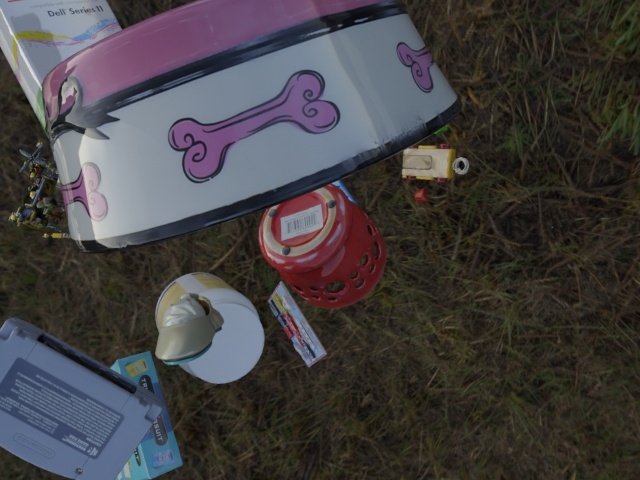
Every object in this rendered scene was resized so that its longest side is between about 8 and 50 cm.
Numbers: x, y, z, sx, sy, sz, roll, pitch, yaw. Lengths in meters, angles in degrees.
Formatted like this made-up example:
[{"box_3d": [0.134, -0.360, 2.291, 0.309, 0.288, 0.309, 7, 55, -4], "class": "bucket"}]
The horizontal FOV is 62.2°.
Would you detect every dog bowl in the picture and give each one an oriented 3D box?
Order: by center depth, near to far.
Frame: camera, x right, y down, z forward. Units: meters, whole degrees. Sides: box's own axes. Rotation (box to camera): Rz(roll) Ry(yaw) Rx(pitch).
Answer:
[{"box_3d": [-0.078, -0.140, 0.537, 0.407, 0.408, 0.151, -13, 107, 23], "class": "dog bowl"}]

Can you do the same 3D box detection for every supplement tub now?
[{"box_3d": [-0.303, 0.230, 1.443, 0.331, 0.240, 0.241, 18, 101, 63], "class": "supplement tub"}]

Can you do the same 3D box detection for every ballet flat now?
[{"box_3d": [-0.198, 0.121, 0.792, 0.086, 0.248, 0.086, 0, 89, -5], "class": "ballet flat"}]

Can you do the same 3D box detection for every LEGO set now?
[{"box_3d": [-0.764, -0.129, 1.537, 0.331, 0.192, 0.255, 23, 80, 16], "class": "LEGO set"}]

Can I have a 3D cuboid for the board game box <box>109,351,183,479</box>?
[{"box_3d": [-0.449, 0.431, 1.243, 0.336, 0.079, 0.254, -37, 70, 47], "class": "board game box"}]

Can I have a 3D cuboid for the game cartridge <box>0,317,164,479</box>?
[{"box_3d": [-0.448, 0.288, 0.910, 0.297, 0.062, 0.198, 34, 100, -11], "class": "game cartridge"}]

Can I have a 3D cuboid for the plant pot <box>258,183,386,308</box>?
[{"box_3d": [0.000, 0.000, 0.916, 0.191, 0.174, 0.191, -13, 56, 20], "class": "plant pot"}]

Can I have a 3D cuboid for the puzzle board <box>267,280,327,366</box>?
[{"box_3d": [-0.040, 0.133, 0.826, 0.128, 0.011, 0.096, 56, 154, 12], "class": "puzzle board"}]

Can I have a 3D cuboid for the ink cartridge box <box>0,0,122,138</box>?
[{"box_3d": [-0.513, -0.396, 1.065, 0.354, 0.207, 0.119, 60, 144, 3], "class": "ink cartridge box"}]

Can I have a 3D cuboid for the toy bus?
[{"box_3d": [0.317, -0.209, 1.431, 0.191, 0.104, 0.202, -50, 57, 40], "class": "toy bus"}]

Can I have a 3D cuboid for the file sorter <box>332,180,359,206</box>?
[{"box_3d": [0.021, -0.083, 1.476, 0.170, 0.104, 0.118, 56, 130, 17], "class": "file sorter"}]
